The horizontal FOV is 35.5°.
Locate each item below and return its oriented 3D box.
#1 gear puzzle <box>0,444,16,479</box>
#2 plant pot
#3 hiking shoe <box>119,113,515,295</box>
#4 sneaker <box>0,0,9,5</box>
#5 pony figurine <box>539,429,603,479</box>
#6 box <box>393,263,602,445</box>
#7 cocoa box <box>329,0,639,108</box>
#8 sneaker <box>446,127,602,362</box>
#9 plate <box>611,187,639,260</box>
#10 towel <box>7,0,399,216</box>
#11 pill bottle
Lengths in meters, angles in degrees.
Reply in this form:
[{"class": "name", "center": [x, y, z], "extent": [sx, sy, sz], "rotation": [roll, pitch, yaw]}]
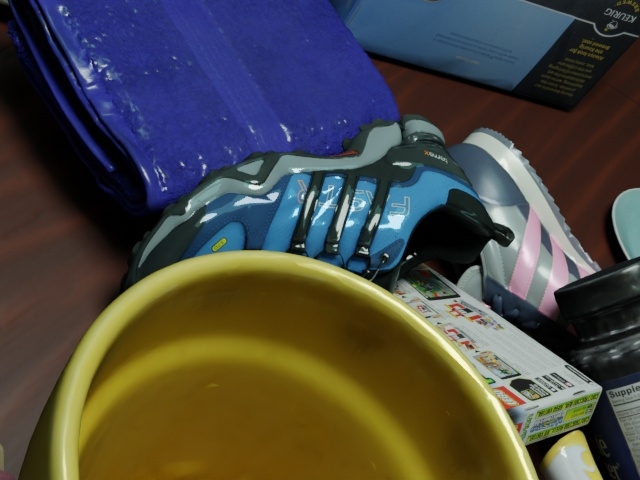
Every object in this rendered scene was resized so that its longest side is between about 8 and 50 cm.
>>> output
[{"class": "gear puzzle", "center": [-0.231, 0.236, 0.487], "extent": [0.175, 0.044, 0.339], "rotation": [13, 47, -33]}, {"class": "plant pot", "center": [-0.049, 0.173, 0.532], "extent": [0.254, 0.239, 0.254], "rotation": [19, 45, -20]}, {"class": "hiking shoe", "center": [0.000, 0.000, 0.760], "extent": [0.304, 0.113, 0.132], "rotation": [-25, 59, -23]}, {"class": "sneaker", "center": [-0.321, -0.266, 0.793], "extent": [0.305, 0.152, 0.114], "rotation": [-9, 60, -29]}, {"class": "pony figurine", "center": [0.200, 0.306, 0.593], "extent": [0.351, 0.303, 0.363], "rotation": [-9, 44, -48]}, {"class": "box", "center": [0.105, 0.084, 0.793], "extent": [0.114, 0.036, 0.207], "rotation": [-6, 31, -39]}, {"class": "cocoa box", "center": [0.192, -0.335, 1.141], "extent": [0.347, 0.228, 0.231], "rotation": [10, 48, -26]}, {"class": "sneaker", "center": [0.188, 0.056, 0.914], "extent": [0.131, 0.112, 0.319], "rotation": [-32, 77, -18]}, {"class": "plate", "center": [0.397, 0.021, 1.118], "extent": [0.188, 0.024, 0.188], "rotation": [18, 47, -20]}, {"class": "towel", "center": [-0.091, -0.140, 0.855], "extent": [0.308, 0.076, 0.228], "rotation": [-20, 73, -43]}, {"class": "pill bottle", "center": [0.271, 0.125, 0.794], "extent": [0.123, 0.123, 0.219], "rotation": [-18, 84, -42]}]
